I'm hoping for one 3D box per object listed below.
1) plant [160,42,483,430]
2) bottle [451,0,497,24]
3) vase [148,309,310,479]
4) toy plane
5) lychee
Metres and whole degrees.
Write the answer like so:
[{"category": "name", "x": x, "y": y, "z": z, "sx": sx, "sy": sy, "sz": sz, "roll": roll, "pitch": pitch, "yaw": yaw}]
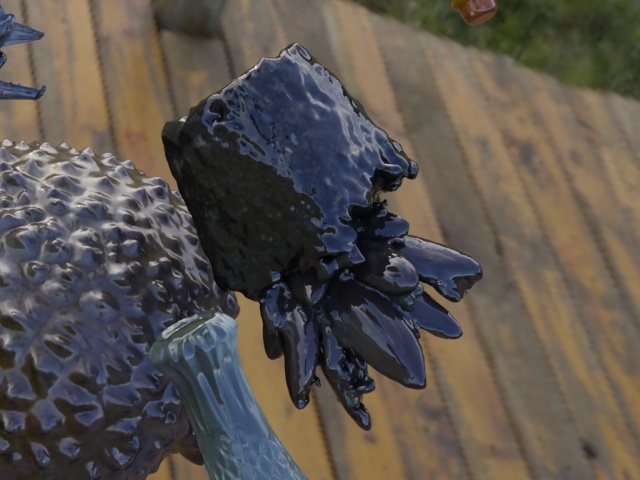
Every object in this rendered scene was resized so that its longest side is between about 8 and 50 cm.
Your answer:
[{"category": "plant", "x": 0.000, "y": 0.000, "z": 1.391, "sx": 0.321, "sy": 0.181, "sz": 0.194, "roll": 55, "pitch": 42, "yaw": -3}, {"category": "bottle", "x": 0.121, "y": -0.300, "z": 1.571, "sx": 0.069, "sy": 0.069, "sz": 0.187, "roll": -13, "pitch": 74, "yaw": -46}, {"category": "vase", "x": -0.060, "y": 0.122, "z": 1.059, "sx": 0.081, "sy": 0.081, "sz": 0.149, "roll": -38, "pitch": 109, "yaw": -54}, {"category": "toy plane", "x": -0.185, "y": -0.091, "z": 0.830, "sx": 0.078, "sy": 0.083, "sz": 0.031, "roll": 42, "pitch": 19, "yaw": -24}, {"category": "lychee", "x": -0.277, "y": 0.091, "z": 1.531, "sx": 0.432, "sy": 0.380, "sz": 0.380, "roll": 31, "pitch": 34, "yaw": -7}]
